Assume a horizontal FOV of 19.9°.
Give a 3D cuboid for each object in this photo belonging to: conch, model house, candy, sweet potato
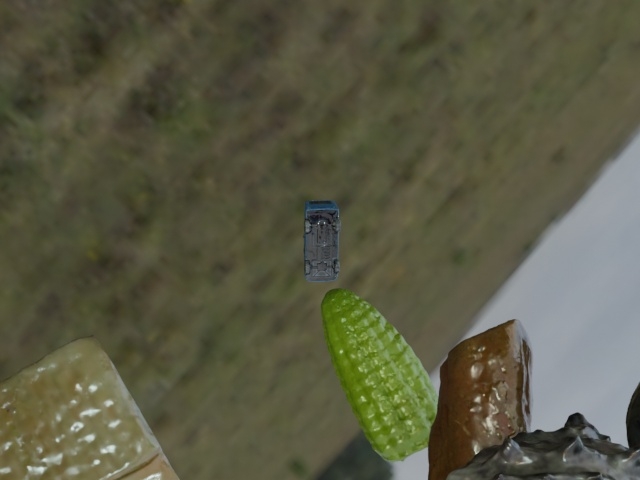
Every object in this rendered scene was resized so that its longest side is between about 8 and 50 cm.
[{"bbox_3d":[0.166,0.245,1.402,0.240,0.186,0.313,-23,167,-7],"label":"conch"},{"bbox_3d":[-0.326,0.372,2.186,0.342,0.382,0.334,-30,168,-14],"label":"model house"},{"bbox_3d":[0.063,0.146,2.028,0.096,0.209,0.097,-30,-179,1],"label":"candy"},{"bbox_3d":[0.138,0.191,1.605,0.097,0.097,0.252,109,-11,-79],"label":"sweet potato"}]

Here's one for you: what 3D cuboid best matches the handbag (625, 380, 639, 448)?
[{"bbox_3d":[0.416,0.181,1.629,0.181,0.254,0.181,-44,-171,39],"label":"handbag"}]

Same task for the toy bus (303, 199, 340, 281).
[{"bbox_3d":[0.000,0.000,1.958,0.046,0.038,0.083,-108,-163,-69],"label":"toy bus"}]
